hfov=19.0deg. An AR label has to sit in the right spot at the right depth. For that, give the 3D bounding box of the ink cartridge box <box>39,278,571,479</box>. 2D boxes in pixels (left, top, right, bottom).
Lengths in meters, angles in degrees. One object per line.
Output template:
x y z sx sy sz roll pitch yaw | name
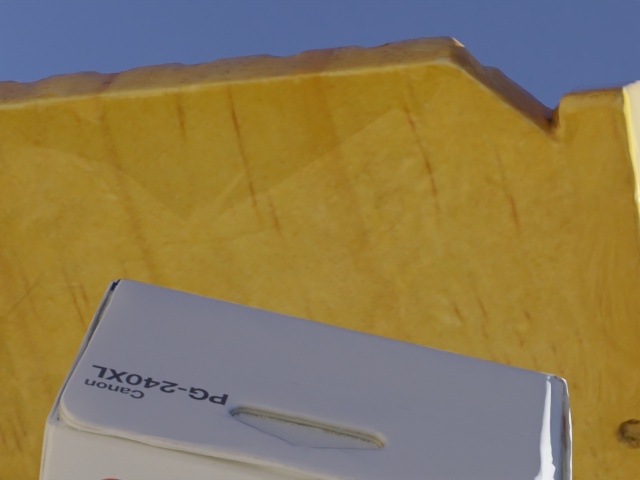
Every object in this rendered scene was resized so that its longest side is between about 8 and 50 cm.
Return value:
-0.011 0.094 0.442 0.109 0.063 0.150 12 -59 2 | ink cartridge box

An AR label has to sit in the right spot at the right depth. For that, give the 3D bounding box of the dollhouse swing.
0.000 0.000 0.961 0.346 0.305 0.315 -4 -61 14 | dollhouse swing
